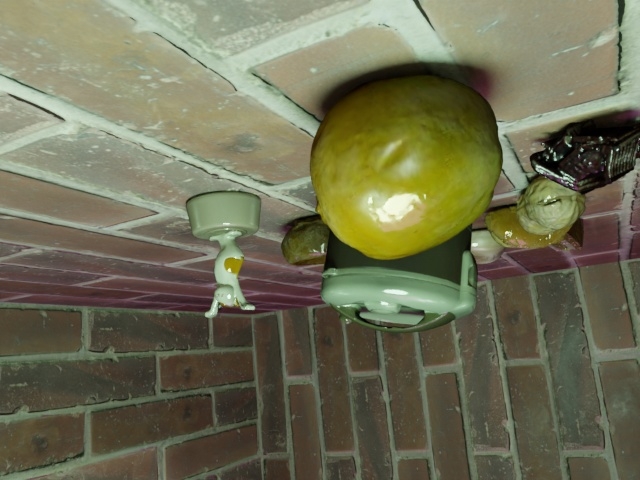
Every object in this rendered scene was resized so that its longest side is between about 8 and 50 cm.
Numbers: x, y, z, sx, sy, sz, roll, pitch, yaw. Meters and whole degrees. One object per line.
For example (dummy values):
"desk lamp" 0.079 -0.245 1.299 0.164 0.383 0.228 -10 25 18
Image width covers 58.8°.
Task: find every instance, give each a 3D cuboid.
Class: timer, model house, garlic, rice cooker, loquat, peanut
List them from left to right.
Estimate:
"timer" -0.215 0.037 1.307 0.175 0.266 0.175 -5 168 -1
"rice cooker" 0.173 0.039 1.243 0.334 0.326 0.335 7 163 2
"loquat" 0.126 -0.103 0.853 0.283 0.276 0.276 -11 167 10
"garlic" 0.554 0.023 1.982 0.227 0.110 0.217 -10 164 21
"peanut" 0.571 -0.084 1.422 0.149 0.149 0.313 -7 168 7
"model house" 0.530 -0.176 1.070 0.203 0.141 0.164 -22 156 -35

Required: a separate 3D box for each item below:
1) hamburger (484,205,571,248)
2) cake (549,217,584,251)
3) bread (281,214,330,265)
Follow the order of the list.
"hamburger" 0.607 -0.039 1.645 0.261 0.131 0.124 -5 148 -2
"cake" 0.751 -0.031 1.838 0.295 0.113 0.115 12 158 -39
"bread" 0.000 0.000 1.583 0.229 0.123 0.230 -10 171 -2
